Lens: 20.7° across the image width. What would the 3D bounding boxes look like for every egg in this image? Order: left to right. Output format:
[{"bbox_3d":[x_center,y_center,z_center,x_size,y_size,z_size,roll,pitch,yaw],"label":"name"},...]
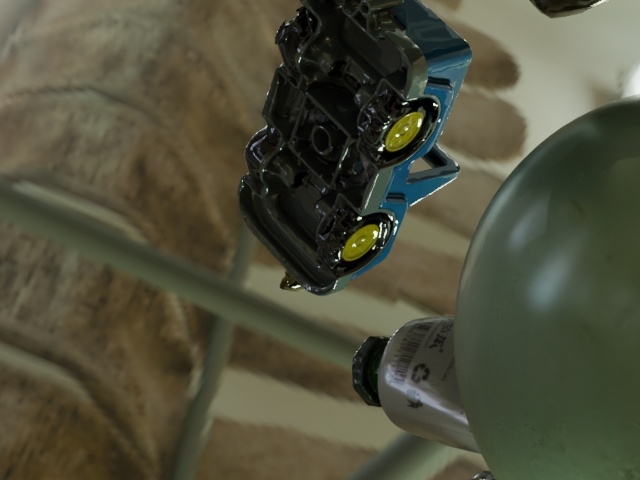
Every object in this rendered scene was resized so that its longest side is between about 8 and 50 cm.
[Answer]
[{"bbox_3d":[0.159,0.046,0.711,0.203,0.203,0.283,45,-178,32],"label":"egg"}]

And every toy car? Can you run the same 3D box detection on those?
[{"bbox_3d":[0.027,-0.067,1.002,0.100,0.191,0.097,-17,-128,-38],"label":"toy car"}]

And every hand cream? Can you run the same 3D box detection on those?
[{"bbox_3d":[0.151,0.096,1.104,0.336,0.121,0.076,2,146,48],"label":"hand cream"}]

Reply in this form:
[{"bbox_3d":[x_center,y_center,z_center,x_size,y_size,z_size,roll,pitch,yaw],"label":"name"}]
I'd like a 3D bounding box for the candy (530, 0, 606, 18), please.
[{"bbox_3d":[0.125,-0.177,0.837,0.234,0.102,0.104,-76,-39,-77],"label":"candy"}]

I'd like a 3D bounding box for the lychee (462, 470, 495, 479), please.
[{"bbox_3d":[0.136,0.281,1.240,0.236,0.271,0.236,44,-167,-13],"label":"lychee"}]

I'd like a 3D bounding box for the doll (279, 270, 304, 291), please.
[{"bbox_3d":[0.010,0.004,1.305,0.077,0.078,0.113,23,-170,-12],"label":"doll"}]
